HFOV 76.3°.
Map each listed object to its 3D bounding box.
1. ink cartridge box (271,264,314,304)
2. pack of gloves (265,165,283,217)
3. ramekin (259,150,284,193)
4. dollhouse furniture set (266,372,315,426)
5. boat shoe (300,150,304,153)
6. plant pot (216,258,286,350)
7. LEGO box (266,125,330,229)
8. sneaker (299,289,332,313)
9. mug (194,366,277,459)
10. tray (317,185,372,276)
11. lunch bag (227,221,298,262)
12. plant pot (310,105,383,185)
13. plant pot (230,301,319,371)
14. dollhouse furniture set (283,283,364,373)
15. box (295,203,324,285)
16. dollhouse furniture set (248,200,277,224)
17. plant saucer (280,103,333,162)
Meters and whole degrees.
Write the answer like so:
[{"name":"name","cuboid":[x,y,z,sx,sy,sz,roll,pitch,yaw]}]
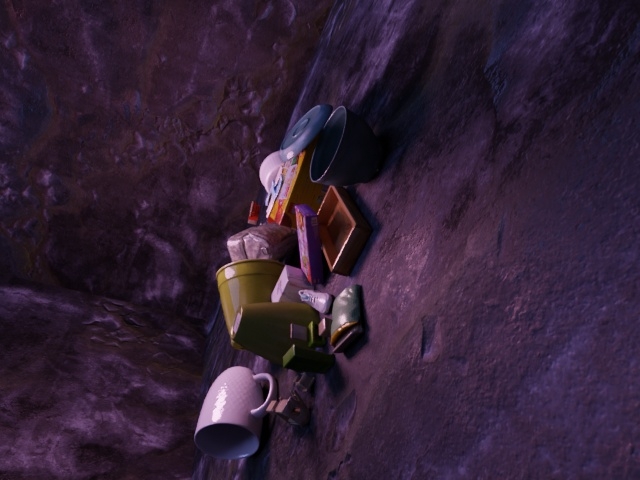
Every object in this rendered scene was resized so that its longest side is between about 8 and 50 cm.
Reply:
[{"name":"ink cartridge box","cuboid":[-0.122,0.222,1.787,0.176,0.128,0.127,-63,21,23]},{"name":"pack of gloves","cuboid":[-0.253,-0.261,2.103,0.232,0.046,0.195,-64,21,23]},{"name":"ramekin","cuboid":[-0.195,-0.352,2.283,0.277,0.277,0.135,-62,29,27]},{"name":"dollhouse furniture set","cuboid":[-0.090,0.583,1.495,0.161,0.101,0.182,-55,8,-31]},{"name":"boat shoe","cuboid":[-0.092,-0.408,1.814,0.137,0.049,0.043,9,124,65]},{"name":"plant pot","cuboid":[-0.313,0.325,1.950,0.366,0.366,0.353,-48,42,49]},{"name":"LEGO box","cuboid":[-0.072,-0.314,2.017,0.500,0.193,0.372,-70,20,6]},{"name":"sneaker","cuboid":[-0.027,0.228,1.574,0.212,0.094,0.080,0,72,69]},{"name":"mug","cuboid":[-0.349,0.729,1.818,0.374,0.276,0.328,-30,28,18]},{"name":"tray","cuboid":[0.073,-0.056,1.585,0.203,0.076,0.411,-64,22,21]},{"name":"lunch bag","cuboid":[-0.280,0.026,2.088,0.256,0.305,0.212,-8,102,28]},{"name":"plant pot","cuboid":[0.109,-0.327,1.535,0.293,0.196,0.293,-52,28,43]},{"name":"plant pot","cuboid":[-0.193,0.353,1.616,0.275,0.293,0.275,-53,27,42]},{"name":"dollhouse furniture set","cuboid":[0.003,0.283,1.358,0.301,0.151,0.197,-55,25,39]},{"name":"box","cuboid":[-0.047,0.013,1.690,0.201,0.057,0.293,-131,34,-68]},{"name":"dollhouse furniture set","cuboid":[-0.275,-0.132,2.315,0.135,0.259,0.262,123,156,-60]},{"name":"plant saucer","cuboid":[-0.073,-0.470,1.746,0.317,0.044,0.317,-40,26,24]}]
